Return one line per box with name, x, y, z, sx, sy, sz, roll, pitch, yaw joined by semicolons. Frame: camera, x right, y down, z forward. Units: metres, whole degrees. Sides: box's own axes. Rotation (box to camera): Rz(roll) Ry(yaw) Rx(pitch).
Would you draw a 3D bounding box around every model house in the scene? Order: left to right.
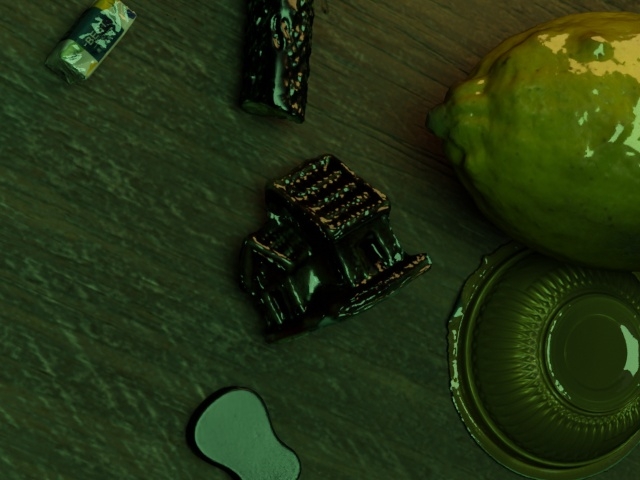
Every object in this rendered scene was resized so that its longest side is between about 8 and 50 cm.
model house;-0.006;0.004;1.814;0.165;0.106;0.152;-31;99;-24

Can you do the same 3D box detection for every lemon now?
lemon;0.288;-0.103;1.856;0.316;0.285;0.285;30;75;11

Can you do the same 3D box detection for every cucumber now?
cucumber;-0.039;-0.265;1.837;0.072;0.072;0.300;5;85;-21

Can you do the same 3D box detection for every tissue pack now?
tissue pack;-0.221;-0.193;1.767;0.042;0.062;0.083;41;74;-18

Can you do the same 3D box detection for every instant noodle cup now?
instant noodle cup;0.271;0.119;1.923;0.274;0.091;0.274;2;85;-21

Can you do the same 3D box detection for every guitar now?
guitar;-0.027;0.261;1.826;0.084;0.038;0.271;-42;101;-17
